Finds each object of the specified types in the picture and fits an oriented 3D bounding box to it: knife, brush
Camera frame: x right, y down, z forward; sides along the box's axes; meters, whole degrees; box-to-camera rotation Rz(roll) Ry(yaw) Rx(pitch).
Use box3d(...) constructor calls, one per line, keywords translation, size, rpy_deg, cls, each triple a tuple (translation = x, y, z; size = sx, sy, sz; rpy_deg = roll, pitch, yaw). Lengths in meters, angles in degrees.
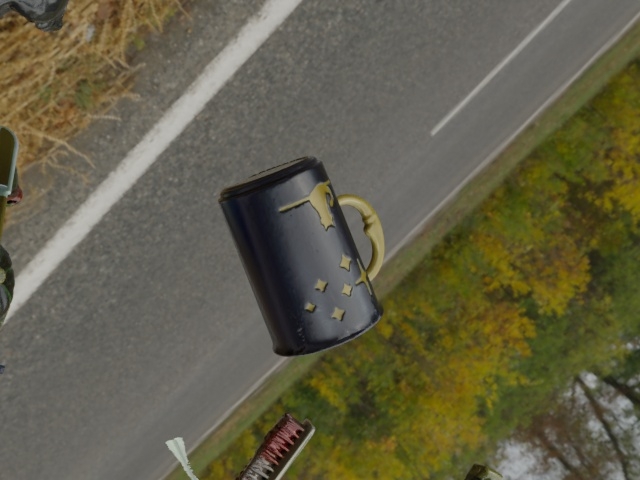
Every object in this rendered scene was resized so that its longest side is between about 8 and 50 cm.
box3d(translation=(-0.657, -0.110, 1.435), size=(0.061, 0.342, 0.027), rpy_deg=(-5, 145, -4), cls="knife")
box3d(translation=(-0.118, 0.363, 0.928), size=(0.321, 0.050, 0.060), rpy_deg=(-54, -174, -7), cls="brush")

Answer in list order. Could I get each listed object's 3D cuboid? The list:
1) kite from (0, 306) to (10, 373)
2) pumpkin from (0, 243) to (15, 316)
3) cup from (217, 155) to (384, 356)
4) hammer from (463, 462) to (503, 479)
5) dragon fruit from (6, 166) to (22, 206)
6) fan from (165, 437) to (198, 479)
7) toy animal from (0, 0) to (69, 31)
box3d(translation=(-0.931, 0.299, 1.855), size=(0.234, 0.016, 0.321), rpy_deg=(30, 71, -43), cls="kite")
box3d(translation=(-0.896, 0.097, 1.752), size=(0.239, 0.315, 0.315), rpy_deg=(-9, 176, 15), cls="pumpkin")
box3d(translation=(-0.021, 0.007, 1.083), size=(0.179, 0.256, 0.255), rpy_deg=(-17, -170, 20), cls="cup")
box3d(translation=(0.230, 0.485, 1.193), size=(0.226, 0.041, 0.159), rpy_deg=(-61, -163, -15), cls="hammer")
box3d(translation=(-0.842, -0.178, 1.718), size=(0.130, 0.268, 0.295), rpy_deg=(-50, -159, 0), cls="dragon fruit")
box3d(translation=(-0.254, 0.547, 1.529), size=(0.233, 0.012, 0.414), rpy_deg=(-19, 131, -1), cls="fan")
box3d(translation=(-0.235, -0.363, 0.644), size=(0.343, 0.106, 0.168), rpy_deg=(-65, -161, 14), cls="toy animal")
